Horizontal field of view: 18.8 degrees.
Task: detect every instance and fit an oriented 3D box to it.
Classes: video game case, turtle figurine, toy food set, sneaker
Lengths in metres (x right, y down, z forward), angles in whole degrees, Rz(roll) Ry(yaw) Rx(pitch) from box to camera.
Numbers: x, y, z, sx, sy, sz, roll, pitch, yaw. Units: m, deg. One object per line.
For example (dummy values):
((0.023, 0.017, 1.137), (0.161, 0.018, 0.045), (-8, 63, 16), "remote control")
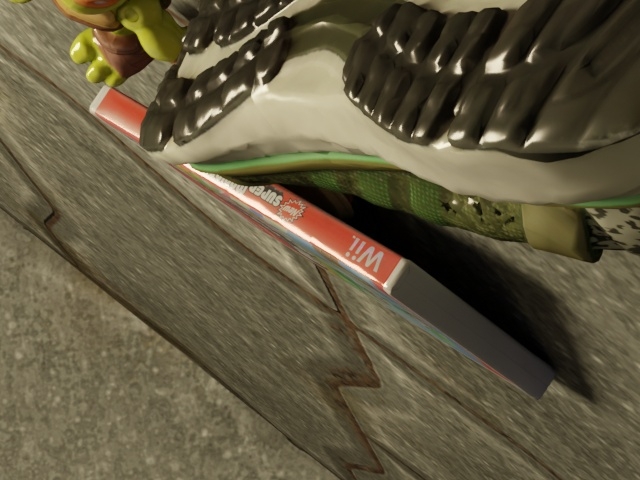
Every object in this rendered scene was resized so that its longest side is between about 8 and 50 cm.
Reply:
((0.000, 0.000, 1.237), (0.285, 0.025, 0.204), (31, 177, 39), "video game case")
((-0.131, -0.147, 1.025), (0.269, 0.087, 0.217), (33, 178, -10), "turtle figurine")
((-0.010, -0.043, 1.205), (0.083, 0.020, 0.082), (38, 169, 8), "toy food set")
((0.070, -0.048, 0.643), (0.182, 0.158, 0.410), (31, 177, -23), "sneaker")
